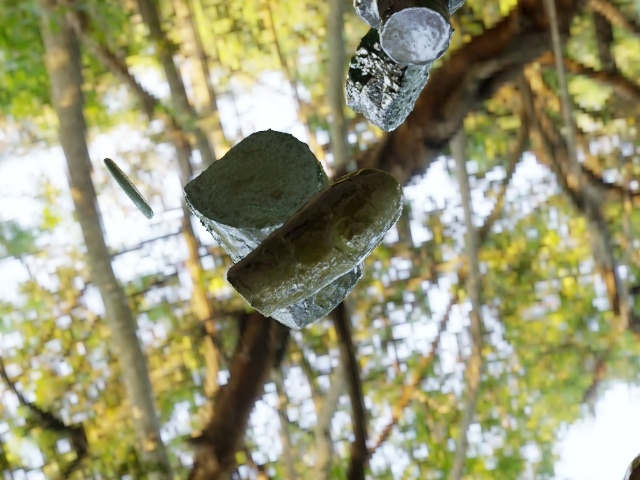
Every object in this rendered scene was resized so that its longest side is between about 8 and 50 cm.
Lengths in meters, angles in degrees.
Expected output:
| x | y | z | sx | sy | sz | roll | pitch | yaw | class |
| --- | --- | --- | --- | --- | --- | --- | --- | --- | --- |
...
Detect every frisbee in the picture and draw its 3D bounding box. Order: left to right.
| x | y | z | sx | sy | sz | roll | pitch | yaw | class |
| --- | --- | --- | --- | --- | --- | --- | --- | --- | --- |
| -0.273 | -0.075 | 2.224 | 0.014 | 0.110 | 0.110 | -37 | -152 | -1 | frisbee |

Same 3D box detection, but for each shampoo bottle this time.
| x | y | z | sx | sy | sz | roll | pitch | yaw | class |
| --- | --- | --- | --- | --- | --- | --- | --- | --- | --- |
| 0.094 | -0.305 | 1.654 | 0.129 | 0.084 | 0.323 | -13 | -140 | 9 | shampoo bottle |

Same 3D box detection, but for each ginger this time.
| x | y | z | sx | sy | sz | roll | pitch | yaw | class |
| --- | --- | --- | --- | --- | --- | --- | --- | --- | --- |
| 0.000 | 0.000 | 2.032 | 0.263 | 0.109 | 0.116 | -36 | -117 | -7 | ginger |

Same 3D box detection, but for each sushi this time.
| x | y | z | sx | sy | sz | roll | pitch | yaw | class |
| --- | --- | --- | --- | --- | --- | --- | --- | --- | --- |
| 0.121 | -0.301 | 2.708 | 0.127 | 0.225 | 0.124 | 37 | -134 | 12 | sushi |

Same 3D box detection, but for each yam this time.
| x | y | z | sx | sy | sz | roll | pitch | yaw | class |
| --- | --- | --- | --- | --- | --- | --- | --- | --- | --- |
| -0.050 | -0.005 | 2.335 | 0.202 | 0.271 | 0.201 | -43 | -127 | -17 | yam |

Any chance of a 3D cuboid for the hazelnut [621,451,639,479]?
| x | y | z | sx | sy | sz | roll | pitch | yaw | class |
| --- | --- | --- | --- | --- | --- | --- | --- | --- | --- |
| 0.388 | 0.297 | 1.609 | 0.161 | 0.170 | 0.201 | 1 | -116 | -18 | hazelnut |
